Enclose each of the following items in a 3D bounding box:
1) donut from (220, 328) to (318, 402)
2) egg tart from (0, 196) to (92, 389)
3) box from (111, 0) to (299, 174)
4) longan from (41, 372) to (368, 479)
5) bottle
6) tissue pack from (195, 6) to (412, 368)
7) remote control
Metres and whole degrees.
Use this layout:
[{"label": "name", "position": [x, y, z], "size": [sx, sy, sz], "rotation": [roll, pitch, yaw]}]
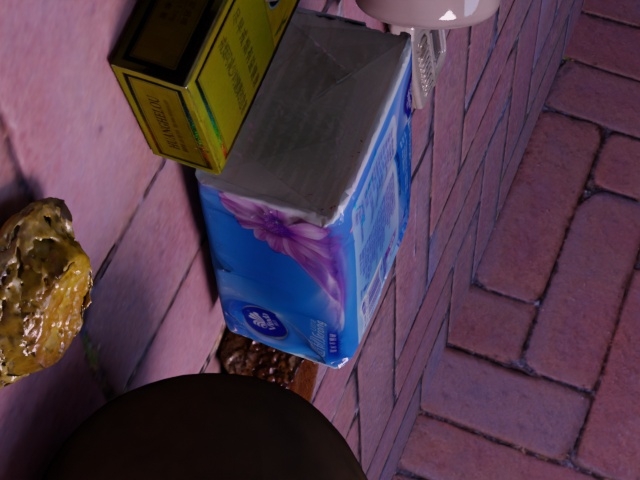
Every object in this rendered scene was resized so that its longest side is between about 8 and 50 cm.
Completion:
[{"label": "donut", "position": [-0.074, 0.181, 1.419], "size": [0.141, 0.085, 0.217], "rotation": [70, 41, -70]}, {"label": "egg tart", "position": [-0.178, 0.038, 0.875], "size": [0.130, 0.052, 0.130], "rotation": [21, 90, -78]}, {"label": "box", "position": [-0.065, -0.176, 1.022], "size": [0.141, 0.064, 0.220], "rotation": [74, 35, -66]}, {"label": "longan", "position": [-0.087, 0.243, 1.066], "size": [0.297, 0.297, 0.297], "rotation": [18, 90, -77]}, {"label": "bottle", "position": [0.109, -0.333, 1.364], "size": [0.147, 0.147, 0.236], "rotation": [-51, 148, -57]}, {"label": "tissue pack", "position": [-0.009, -0.041, 1.243], "size": [0.263, 0.146, 0.198], "rotation": [83, 27, -59]}, {"label": "remote control", "position": [0.111, -0.237, 1.684], "size": [0.230, 0.049, 0.090], "rotation": [65, 45, -71]}]
